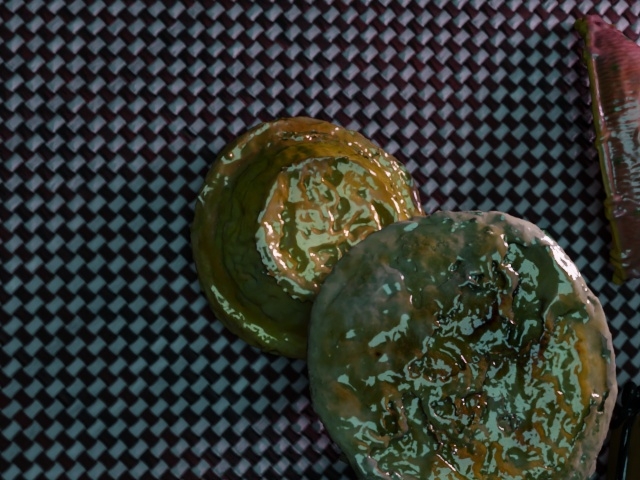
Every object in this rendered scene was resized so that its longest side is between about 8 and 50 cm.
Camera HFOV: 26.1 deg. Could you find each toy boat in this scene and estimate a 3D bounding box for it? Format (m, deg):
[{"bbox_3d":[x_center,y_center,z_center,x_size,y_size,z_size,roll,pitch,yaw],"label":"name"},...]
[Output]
[{"bbox_3d":[0.355,-0.111,1.582,0.141,0.099,0.318,-3,83,-39],"label":"toy boat"}]

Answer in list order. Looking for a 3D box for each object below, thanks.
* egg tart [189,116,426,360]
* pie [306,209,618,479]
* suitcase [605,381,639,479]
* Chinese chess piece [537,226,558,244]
[{"bbox_3d":[0.000,0.000,1.488,0.288,0.118,0.288,2,83,-15],"label":"egg tart"},{"bbox_3d":[0.144,0.130,1.387,0.339,0.077,0.339,1,77,-5],"label":"pie"},{"bbox_3d":[0.410,0.283,1.509,0.193,0.143,0.235,11,80,-10],"label":"suitcase"},{"bbox_3d":[0.233,0.024,1.566,0.084,0.034,0.084,1,83,-10],"label":"Chinese chess piece"}]
